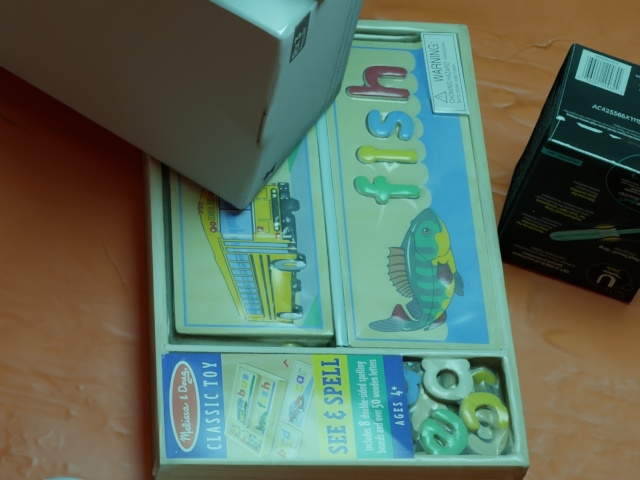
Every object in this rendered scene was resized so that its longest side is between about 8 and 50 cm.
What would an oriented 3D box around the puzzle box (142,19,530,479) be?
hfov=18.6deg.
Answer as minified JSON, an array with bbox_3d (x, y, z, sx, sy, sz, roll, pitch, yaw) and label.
[{"bbox_3d":[0.000,0.000,1.494,0.272,0.052,0.409,1,58,-10],"label":"puzzle box"}]

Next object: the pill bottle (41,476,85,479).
[{"bbox_3d":[-0.192,0.298,1.196,0.160,0.160,0.283,30,57,9],"label":"pill bottle"}]

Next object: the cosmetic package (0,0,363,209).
[{"bbox_3d":[-0.162,-0.218,1.445,0.385,0.217,0.156,31,57,7],"label":"cosmetic package"}]

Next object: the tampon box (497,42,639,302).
[{"bbox_3d":[0.217,-0.049,1.503,0.120,0.161,0.101,20,56,0],"label":"tampon box"}]
